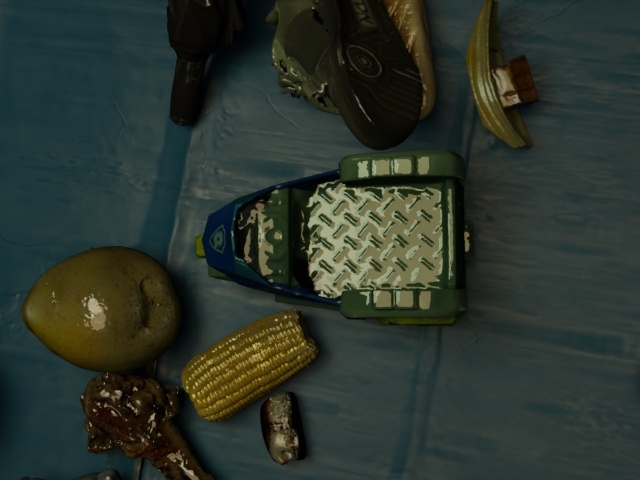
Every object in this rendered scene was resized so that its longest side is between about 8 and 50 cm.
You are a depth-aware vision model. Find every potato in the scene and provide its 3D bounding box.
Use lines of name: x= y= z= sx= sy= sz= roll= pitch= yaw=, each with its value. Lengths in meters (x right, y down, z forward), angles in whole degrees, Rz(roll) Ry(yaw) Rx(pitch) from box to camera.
potato: x=-0.268 y=0.084 z=1.179 sx=0.194 sy=0.157 sz=0.157 roll=-9 pitch=82 yaw=36

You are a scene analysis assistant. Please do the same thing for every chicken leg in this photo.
chicken leg: x=-0.200 y=0.231 z=1.180 sx=0.196 sy=0.080 sz=0.125 roll=27 pitch=102 yaw=8

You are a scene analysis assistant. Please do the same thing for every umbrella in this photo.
umbrella: x=-0.135 y=-0.282 z=1.129 sx=0.118 sy=0.118 sz=0.340 roll=29 pitch=126 yaw=15

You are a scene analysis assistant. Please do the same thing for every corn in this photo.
corn: x=-0.082 y=0.146 z=1.157 sx=0.165 sy=0.063 sz=0.085 roll=-29 pitch=69 yaw=8

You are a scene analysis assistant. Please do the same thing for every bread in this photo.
bread: x=0.094 y=-0.236 z=1.154 sx=0.073 sy=0.053 sz=0.214 roll=-13 pitch=78 yaw=21

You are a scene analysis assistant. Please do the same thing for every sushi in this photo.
sushi: x=-0.048 y=0.220 z=1.151 sx=0.046 sy=0.044 sz=0.083 roll=-13 pitch=80 yaw=12

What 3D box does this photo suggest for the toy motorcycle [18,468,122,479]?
toy motorcycle: x=-0.281 y=0.331 z=1.191 sx=0.193 sy=0.061 sz=0.124 roll=14 pitch=94 yaw=9

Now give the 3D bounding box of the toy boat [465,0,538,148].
toy boat: x=0.205 y=-0.187 z=1.114 sx=0.066 sy=0.065 sz=0.172 roll=-16 pitch=86 yaw=26

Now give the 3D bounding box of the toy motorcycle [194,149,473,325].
toy motorcycle: x=0.000 y=0.000 z=1.083 sx=0.326 sy=0.200 sz=0.191 roll=-2 pitch=85 yaw=12

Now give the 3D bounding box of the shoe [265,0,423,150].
shoe: x=0.014 y=-0.190 z=1.110 sx=0.149 sy=0.109 sz=0.293 roll=-43 pitch=47 yaw=37
